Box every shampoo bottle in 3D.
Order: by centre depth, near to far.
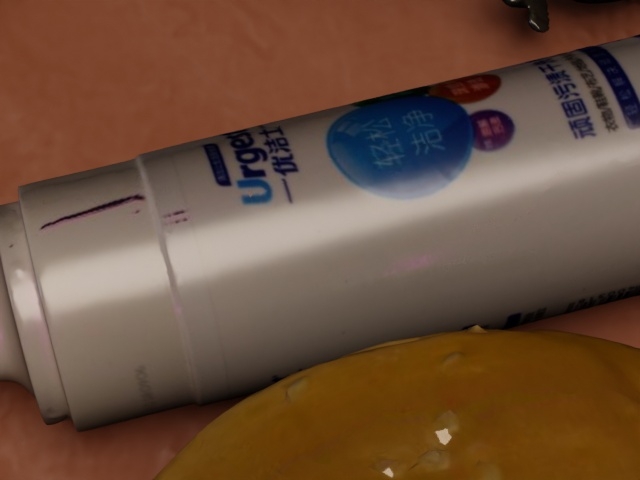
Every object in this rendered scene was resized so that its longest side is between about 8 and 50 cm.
[{"bbox_3d":[0.000,0.000,0.618,0.303,0.092,0.092,-13,73,-7],"label":"shampoo bottle"}]

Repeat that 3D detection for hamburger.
[{"bbox_3d":[0.064,0.169,0.533,0.319,0.158,0.318,2,72,-5],"label":"hamburger"}]

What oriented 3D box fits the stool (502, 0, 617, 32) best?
[{"bbox_3d":[0.165,-0.132,0.657,0.217,0.121,0.125,-5,79,-9],"label":"stool"}]
